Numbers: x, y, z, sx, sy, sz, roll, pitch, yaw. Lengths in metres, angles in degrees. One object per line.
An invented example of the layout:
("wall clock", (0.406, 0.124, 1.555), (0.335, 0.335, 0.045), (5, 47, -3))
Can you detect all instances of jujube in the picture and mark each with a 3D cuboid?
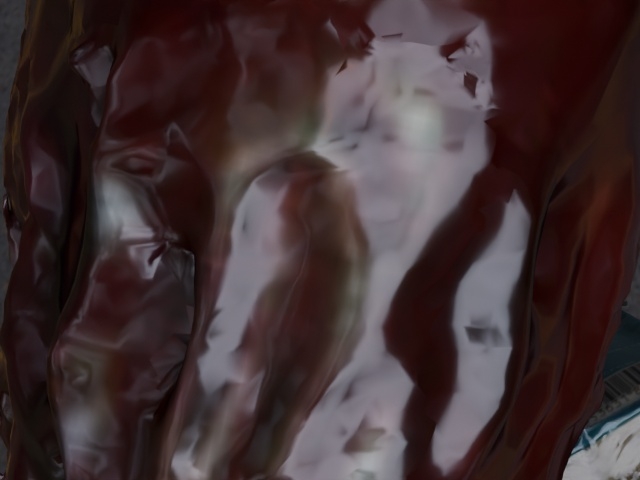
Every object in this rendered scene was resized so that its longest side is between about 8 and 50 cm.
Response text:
("jujube", (0.000, 0.000, 0.445), (0.258, 0.258, 0.376), (6, 109, 10))

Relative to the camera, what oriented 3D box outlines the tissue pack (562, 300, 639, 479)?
("tissue pack", (0.115, 0.169, 0.761), (0.271, 0.192, 0.134), (-31, 97, 0))
